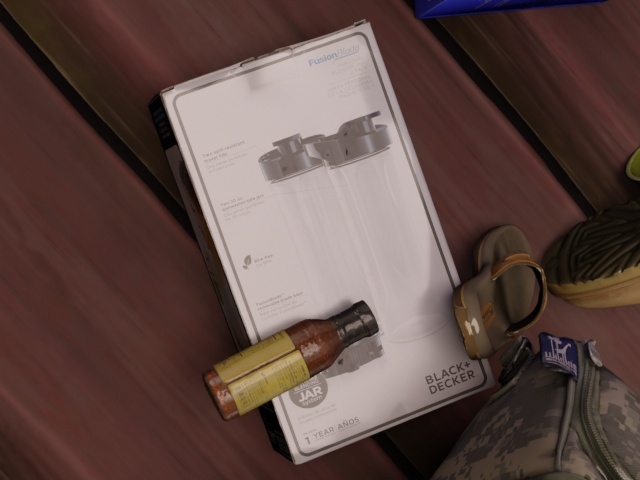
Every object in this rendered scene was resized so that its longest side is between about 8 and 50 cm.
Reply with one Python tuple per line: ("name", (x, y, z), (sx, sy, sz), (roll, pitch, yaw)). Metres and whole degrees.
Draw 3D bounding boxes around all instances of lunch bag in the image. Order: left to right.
("lunch bag", (0.196, 0.238, 1.043), (0.305, 0.212, 0.256), (42, 46, -9))

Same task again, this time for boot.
("boot", (0.332, 0.082, 1.250), (0.236, 0.089, 0.269), (-18, 120, 30))

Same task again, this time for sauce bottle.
("sauce bottle", (-0.020, 0.082, 1.124), (0.128, 0.042, 0.042), (-25, 94, -10))

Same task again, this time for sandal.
("sandal", (0.142, 0.037, 1.189), (0.049, 0.180, 0.072), (-18, 101, 23))

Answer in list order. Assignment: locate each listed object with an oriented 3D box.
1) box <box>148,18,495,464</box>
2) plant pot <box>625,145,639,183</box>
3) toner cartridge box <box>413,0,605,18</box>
("box", (0.000, 0.000, 1.195), (0.169, 0.087, 0.290), (-21, 94, -11))
("plant pot", (0.299, -0.044, 1.269), (0.083, 0.083, 0.079), (-40, 109, -10))
("toner cartridge box", (0.183, -0.223, 1.103), (0.165, 0.348, 0.075), (-8, 90, -12))
